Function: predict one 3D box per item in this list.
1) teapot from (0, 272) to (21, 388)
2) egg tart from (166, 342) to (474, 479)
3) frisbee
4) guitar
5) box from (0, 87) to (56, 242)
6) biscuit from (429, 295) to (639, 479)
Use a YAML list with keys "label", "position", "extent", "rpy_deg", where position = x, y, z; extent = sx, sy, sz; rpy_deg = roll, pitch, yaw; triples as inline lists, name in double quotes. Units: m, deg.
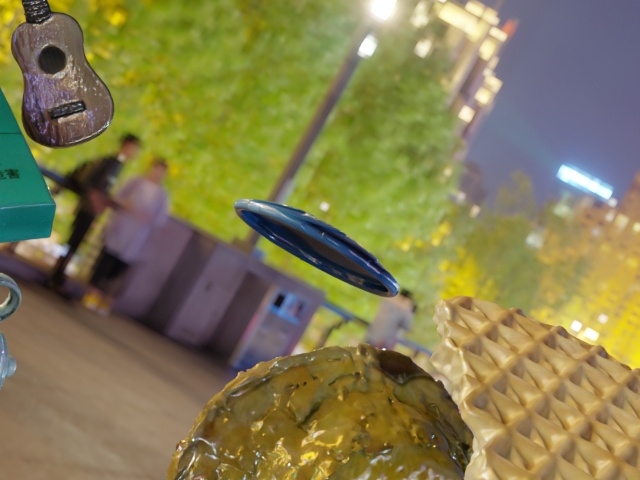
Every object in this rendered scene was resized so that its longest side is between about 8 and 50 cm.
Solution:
- label: "teapot"
  position: [-0.425, 0.139, 1.827]
  extent: [0.159, 0.232, 0.159]
  rpy_deg: [21, 18, -8]
- label: "egg tart"
  position: [0.024, 0.217, 1.137]
  extent: [0.295, 0.295, 0.116]
  rpy_deg: [29, -13, -25]
- label: "frisbee"
  position: [0.000, 0.000, 1.995]
  extent: [0.242, 0.045, 0.242]
  rpy_deg: [27, -8, 4]
- label: "guitar"
  position: [-0.257, -0.216, 1.391]
  extent: [0.038, 0.084, 0.271]
  rpy_deg: [-160, -127, -83]
- label: "box"
  position: [-0.307, -0.079, 1.154]
  extent: [0.161, 0.042, 0.226]
  rpy_deg: [-6, 44, -28]
- label: "biscuit"
  position: [0.180, 0.131, 1.071]
  extent: [0.204, 0.040, 0.309]
  rpy_deg: [15, 25, -9]
